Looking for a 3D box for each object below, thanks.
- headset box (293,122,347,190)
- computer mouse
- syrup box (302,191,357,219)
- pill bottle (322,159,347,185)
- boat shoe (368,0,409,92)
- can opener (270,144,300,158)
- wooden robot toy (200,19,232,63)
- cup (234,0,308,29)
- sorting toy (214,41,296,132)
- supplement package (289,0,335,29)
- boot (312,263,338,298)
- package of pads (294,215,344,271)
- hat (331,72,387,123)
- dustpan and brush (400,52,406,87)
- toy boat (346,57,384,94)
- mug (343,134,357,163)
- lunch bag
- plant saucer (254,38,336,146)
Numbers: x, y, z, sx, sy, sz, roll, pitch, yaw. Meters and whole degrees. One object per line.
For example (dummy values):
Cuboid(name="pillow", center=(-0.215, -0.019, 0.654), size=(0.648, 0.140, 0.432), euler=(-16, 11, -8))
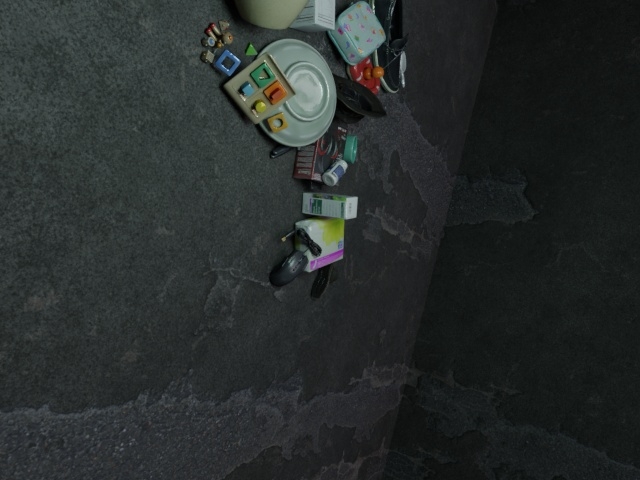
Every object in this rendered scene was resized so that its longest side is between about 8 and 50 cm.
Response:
Cuboid(name="headset box", center=(0.000, -0.369, 1.942), size=(0.218, 0.110, 0.293), euler=(5, 96, -55))
Cuboid(name="computer mouse", center=(-0.122, 0.072, 1.872), size=(0.262, 0.060, 0.184), euler=(-40, 116, -10))
Cuboid(name="syrup box", center=(0.038, -0.156, 1.947), size=(0.096, 0.237, 0.093), euler=(-14, 110, -55))
Cuboid(name="pill bottle", center=(0.064, -0.292, 1.897), size=(0.120, 0.067, 0.067), euler=(-51, 137, -33))
Cuboid(name="boat shoe", center=(0.361, -0.994, 2.246), size=(0.187, 0.156, 0.500), euler=(-47, 136, -40))
Cuboid(name="can opener", center=(-0.137, -0.381, 1.804), size=(0.186, 0.073, 0.059), euler=(-44, 172, -36))
Cuboid(name="wooden robot toy", center=(-0.322, -0.651, 1.424), size=(0.076, 0.079, 0.173), euler=(52, 57, -48))
Cuboid(name="cup", center=(-0.162, -0.835, 1.436), size=(0.331, 0.331, 0.236), euler=(-35, 151, -46))
Cuboid(name="sorting toy", center=(-0.202, -0.510, 1.516), size=(0.196, 0.047, 0.347), euler=(-33, 132, 10))
Cuboid(name="supplement package", center=(-0.033, -0.945, 1.705), size=(0.139, 0.134, 0.244), euler=(-17, 113, -52))
Cuboid(name="boot", center=(0.035, 0.210, 2.202), size=(0.197, 0.077, 0.137), euler=(-66, 149, -15))
Cuboid(name="package of pads", center=(0.000, 0.000, 2.059), size=(0.297, 0.101, 0.229), euler=(-20, 116, -52))
Cuboid(name="hat", center=(0.133, -0.606, 1.996), size=(0.331, 0.331, 0.134), euler=(-22, 155, -51))
Cuboid(name="dustpan and brush", center=(0.441, -0.957, 2.451), size=(0.147, 0.060, 0.211), euler=(-24, 118, -50))
Cuboid(name="toy boat", center=(0.233, -0.797, 2.118), size=(0.231, 0.151, 0.151), euler=(48, 61, -50))
Cuboid(name="mug", center=(0.113, -0.424, 2.092), size=(0.157, 0.098, 0.129), euler=(85, 17, -53))
Cuboid(name="lunch bag", center=(0.161, -0.926, 1.970), size=(0.224, 0.108, 0.279), euler=(50, 51, -15))
Cuboid(name="plant saucer", center=(-0.077, -0.560, 1.684), size=(0.401, 0.101, 0.400), euler=(-8, 103, -35))
